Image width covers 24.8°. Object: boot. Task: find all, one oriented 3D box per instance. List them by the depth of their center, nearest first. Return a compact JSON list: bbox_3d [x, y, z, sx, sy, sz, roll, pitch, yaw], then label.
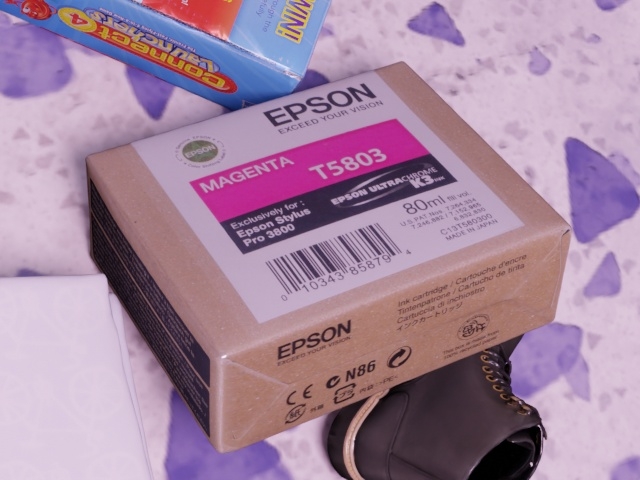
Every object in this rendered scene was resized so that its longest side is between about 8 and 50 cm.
[{"bbox_3d":[0.112,0.087,0.901,0.198,0.137,0.077,-52,120,-19],"label":"boot"}]

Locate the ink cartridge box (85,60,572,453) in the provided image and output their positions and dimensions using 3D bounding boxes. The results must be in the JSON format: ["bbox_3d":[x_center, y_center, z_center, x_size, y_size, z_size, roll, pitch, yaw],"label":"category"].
[{"bbox_3d":[0.000,0.000,0.882,0.234,0.088,0.193,-20,48,-23],"label":"ink cartridge box"}]

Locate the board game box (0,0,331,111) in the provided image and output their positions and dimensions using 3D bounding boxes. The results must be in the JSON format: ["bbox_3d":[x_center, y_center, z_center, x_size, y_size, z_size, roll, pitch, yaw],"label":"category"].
[{"bbox_3d":[-0.114,-0.277,0.985,0.302,0.086,0.308,23,67,-10],"label":"board game box"}]

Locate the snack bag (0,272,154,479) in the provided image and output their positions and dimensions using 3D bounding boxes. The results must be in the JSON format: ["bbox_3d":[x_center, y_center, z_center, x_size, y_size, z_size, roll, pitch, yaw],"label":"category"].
[{"bbox_3d":[-0.211,0.175,0.717,0.323,0.037,0.343,1,63,-35],"label":"snack bag"}]
